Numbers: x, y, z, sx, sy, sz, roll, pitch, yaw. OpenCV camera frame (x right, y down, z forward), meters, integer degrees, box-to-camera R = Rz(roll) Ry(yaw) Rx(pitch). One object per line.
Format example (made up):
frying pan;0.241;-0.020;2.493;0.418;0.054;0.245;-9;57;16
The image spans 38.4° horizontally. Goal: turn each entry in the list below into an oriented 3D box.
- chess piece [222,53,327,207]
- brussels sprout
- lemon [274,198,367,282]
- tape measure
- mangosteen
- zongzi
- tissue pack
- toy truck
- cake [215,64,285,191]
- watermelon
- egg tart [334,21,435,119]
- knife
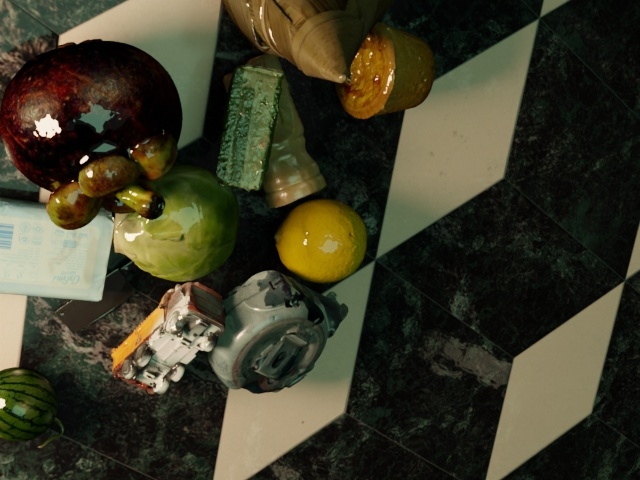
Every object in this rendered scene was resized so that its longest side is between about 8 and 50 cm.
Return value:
chess piece;-0.091;-0.223;1.853;0.137;0.137;0.300;-21;99;-18
brussels sprout;-0.273;-0.033;1.757;0.244;0.244;0.244;-7;107;-23
lemon;0.000;0.000;1.911;0.203;0.178;0.178;6;102;-23
tape measure;-0.105;0.193;1.893;0.275;0.147;0.256;-47;139;10
mangosteen;-0.394;-0.194;1.610;0.330;0.330;0.330;-7;107;-23
zongzi;0.118;-0.455;1.684;0.500;0.467;0.218;-30;136;-16
tissue pack;-0.533;0.014;1.724;0.263;0.089;0.177;6;100;-27
toy truck;-0.299;0.196;1.807;0.114;0.135;0.270;32;121;-29
cake;-0.139;-0.209;1.755;0.100;0.099;0.235;10;88;-10
watermelon;-0.567;0.324;1.773;0.140;0.141;0.187;-53;131;-3
egg tart;0.140;-0.342;1.876;0.147;0.202;0.202;0;104;-33
knife;-0.411;0.094;1.845;0.245;0.019;0.072;-37;118;-7
